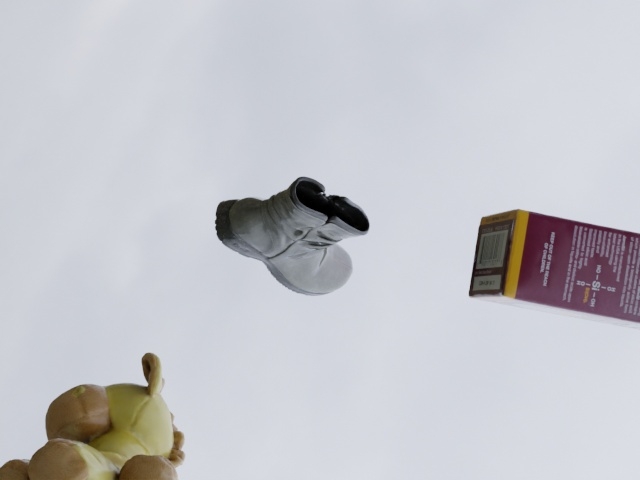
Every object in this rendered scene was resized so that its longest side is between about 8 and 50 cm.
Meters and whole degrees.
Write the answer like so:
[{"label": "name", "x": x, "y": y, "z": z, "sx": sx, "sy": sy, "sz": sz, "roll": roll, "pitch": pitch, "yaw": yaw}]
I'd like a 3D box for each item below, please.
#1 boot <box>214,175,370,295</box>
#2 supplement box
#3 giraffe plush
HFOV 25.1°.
[{"label": "boot", "x": 0.000, "y": 0.000, "z": 1.795, "sx": 0.161, "sy": 0.246, "sz": 0.083, "roll": -12, "pitch": -117, "yaw": 38}, {"label": "supplement box", "x": 0.242, "y": 0.030, "z": 1.300, "sx": 0.104, "sy": 0.188, "sz": 0.081, "roll": 168, "pitch": -68, "yaw": -78}, {"label": "giraffe plush", "x": -0.177, "y": 0.187, "z": 1.223, "sx": 0.181, "sy": 0.210, "sz": 0.170, "roll": -33, "pitch": -139, "yaw": 31}]
